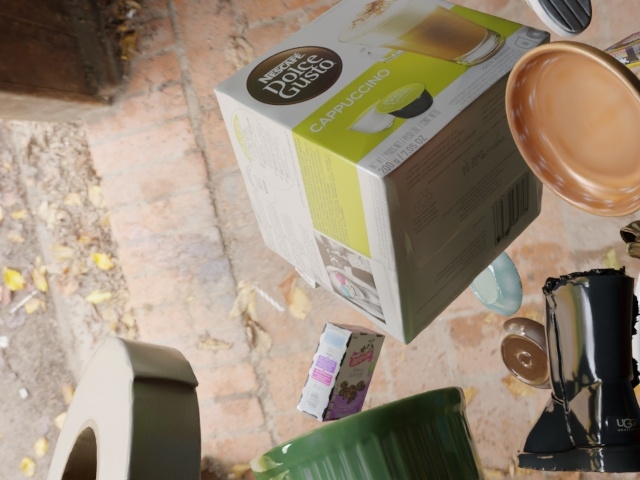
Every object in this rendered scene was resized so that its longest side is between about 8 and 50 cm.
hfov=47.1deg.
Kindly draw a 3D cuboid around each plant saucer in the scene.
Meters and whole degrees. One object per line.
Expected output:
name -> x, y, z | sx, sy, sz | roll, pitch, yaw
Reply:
plant saucer -> 0.505, 0.281, 1.776 | 0.199, 0.036, 0.198 | 30, 135, 35
plant saucer -> 0.402, 0.097, 1.757 | 0.037, 0.195, 0.194 | -20, 91, -23
plant saucer -> 0.279, -0.118, 0.766 | 0.037, 0.200, 0.200 | -32, 87, -19

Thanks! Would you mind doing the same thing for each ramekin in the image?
ramekin -> 0.072, 0.316, 0.970 | 0.303, 0.303, 0.148 | -25, 70, 16

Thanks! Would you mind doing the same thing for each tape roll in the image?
tape roll -> -0.225, 0.294, 0.758 | 0.072, 0.392, 0.391 | 15, 102, -25

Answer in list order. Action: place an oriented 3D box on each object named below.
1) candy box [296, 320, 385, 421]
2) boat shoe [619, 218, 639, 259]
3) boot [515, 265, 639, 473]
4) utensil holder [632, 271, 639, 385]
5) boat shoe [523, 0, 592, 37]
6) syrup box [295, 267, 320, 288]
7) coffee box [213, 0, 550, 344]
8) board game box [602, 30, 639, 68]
candy box -> 0.047, 0.278, 1.563 | 0.070, 0.165, 0.196 | 19, 91, 32
boat shoe -> 0.821, 0.027, 1.843 | 0.095, 0.257, 0.095 | -13, 110, 10
boot -> 0.282, 0.149, 0.809 | 0.094, 0.246, 0.207 | 2, 72, -4
utensil holder -> 0.828, 0.156, 1.372 | 0.386, 0.327, 0.327 | 5, 98, 8
boat shoe -> 0.413, -0.519, 1.416 | 0.109, 0.094, 0.302 | -33, 89, -5
syrup box -> 0.000, 0.000, 1.839 | 0.096, 0.093, 0.236 | 44, 147, 35
coffee box -> 0.102, -0.129, 1.099 | 0.338, 0.338, 0.334 | -40, 51, -22
board game box -> 0.675, -0.405, 1.534 | 0.141, 0.170, 0.048 | -32, 102, -19
